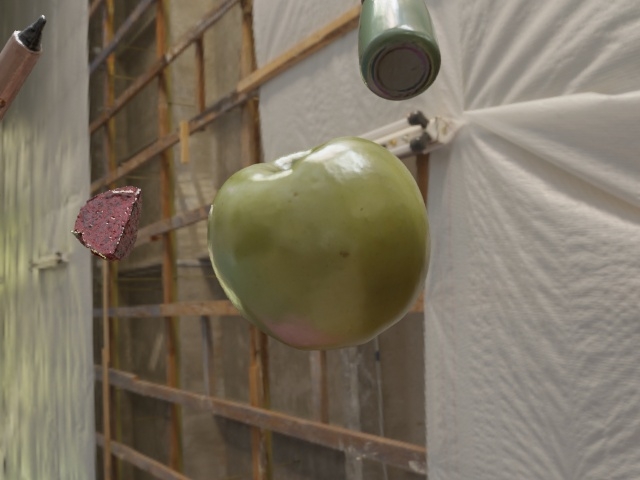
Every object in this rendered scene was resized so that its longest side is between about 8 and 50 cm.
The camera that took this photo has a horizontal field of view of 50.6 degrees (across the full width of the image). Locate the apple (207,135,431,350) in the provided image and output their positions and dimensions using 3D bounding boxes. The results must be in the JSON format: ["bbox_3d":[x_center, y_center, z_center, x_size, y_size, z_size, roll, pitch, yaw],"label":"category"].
[{"bbox_3d":[0.000,0.000,0.818,0.262,0.262,0.263,-3,-94,58],"label":"apple"}]

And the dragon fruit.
[{"bbox_3d":[-0.397,-0.023,1.264,0.083,0.106,0.162,87,11,-58],"label":"dragon fruit"}]

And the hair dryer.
[{"bbox_3d":[-0.500,-0.198,1.023,0.344,0.106,0.189,-45,-126,27],"label":"hair dryer"}]

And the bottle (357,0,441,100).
[{"bbox_3d":[0.159,-0.463,1.452,0.168,0.168,0.347,125,-26,-42],"label":"bottle"}]
